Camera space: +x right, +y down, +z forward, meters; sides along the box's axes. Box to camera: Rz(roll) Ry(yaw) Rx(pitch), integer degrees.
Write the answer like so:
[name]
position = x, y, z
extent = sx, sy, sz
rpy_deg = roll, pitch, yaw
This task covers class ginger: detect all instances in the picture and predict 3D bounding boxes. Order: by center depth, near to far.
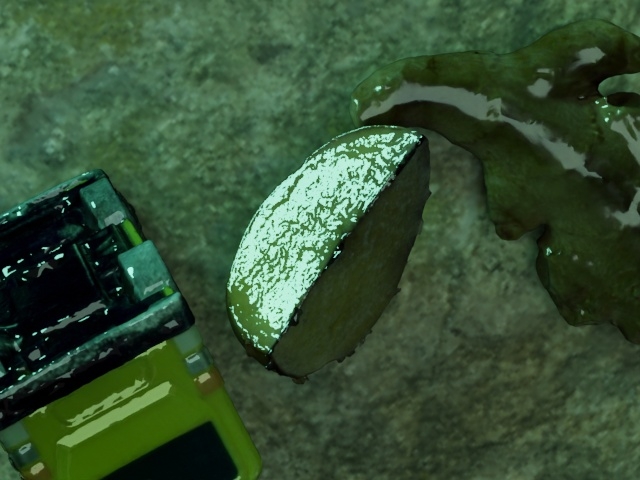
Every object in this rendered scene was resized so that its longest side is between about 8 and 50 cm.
[ginger]
position = 0.184, -0.036, 1.270
extent = 0.333, 0.080, 0.166
rpy_deg = 41, 91, -10

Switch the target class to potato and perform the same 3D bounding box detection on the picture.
[potato]
position = 0.000, 0.000, 1.240
extent = 0.172, 0.089, 0.100
rpy_deg = -58, 149, -2

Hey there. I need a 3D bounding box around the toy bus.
[toy bus]
position = -0.133, 0.066, 1.131
extent = 0.128, 0.262, 0.150
rpy_deg = -29, 113, -5
